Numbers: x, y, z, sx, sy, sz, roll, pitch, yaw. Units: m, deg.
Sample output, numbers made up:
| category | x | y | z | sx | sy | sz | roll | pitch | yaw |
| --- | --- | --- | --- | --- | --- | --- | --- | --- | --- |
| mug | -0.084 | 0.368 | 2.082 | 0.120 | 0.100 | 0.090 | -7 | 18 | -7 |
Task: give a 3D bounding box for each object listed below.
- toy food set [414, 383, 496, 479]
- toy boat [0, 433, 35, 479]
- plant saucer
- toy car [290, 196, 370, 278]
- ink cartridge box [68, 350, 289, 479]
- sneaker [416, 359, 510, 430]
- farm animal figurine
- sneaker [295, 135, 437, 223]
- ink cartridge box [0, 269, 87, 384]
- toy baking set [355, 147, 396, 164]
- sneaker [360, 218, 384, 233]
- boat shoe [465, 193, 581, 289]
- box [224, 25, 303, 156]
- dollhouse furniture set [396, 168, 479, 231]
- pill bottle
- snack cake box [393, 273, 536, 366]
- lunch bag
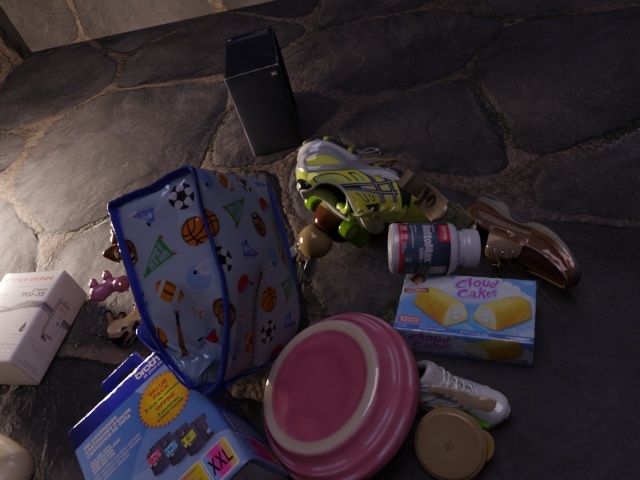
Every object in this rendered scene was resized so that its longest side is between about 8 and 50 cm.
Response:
| category | x | y | z | sx | sy | sz | roll | pitch | yaw |
| --- | --- | --- | --- | --- | --- | --- | --- | --- | --- |
| toy food set | 0.227 | 0.350 | 0.901 | 0.132 | 0.038 | 0.192 | 11 | 83 | 25 |
| toy boat | -0.738 | 0.533 | 1.037 | 0.268 | 0.148 | 0.318 | 11 | 44 | 22 |
| plant saucer | 0.017 | 0.276 | 0.974 | 0.332 | 0.084 | 0.332 | -22 | 46 | 25 |
| toy car | 0.000 | 0.000 | 1.326 | 0.155 | 0.149 | 0.188 | 40 | 93 | 30 |
| ink cartridge box | -0.286 | 0.376 | 0.981 | 0.270 | 0.151 | 0.395 | -44 | 46 | -8 |
| sneaker | 0.222 | 0.274 | 0.956 | 0.232 | 0.115 | 0.090 | 6 | 49 | 25 |
| farm animal figurine | -0.384 | 0.110 | 1.269 | 0.327 | 0.330 | 0.172 | -4 | 34 | -26 |
| sneaker | 0.112 | -0.098 | 1.246 | 0.385 | 0.145 | 0.147 | 21 | 62 | -10 |
| ink cartridge box | -0.773 | 0.220 | 1.360 | 0.207 | 0.117 | 0.283 | -4 | 46 | 16 |
| toy baking set | 0.082 | -0.251 | 1.540 | 0.256 | 0.030 | 0.197 | 12 | 26 | 25 |
| sneaker | 0.141 | -0.101 | 1.398 | 0.094 | 0.080 | 0.212 | -11 | 42 | -14 |
| boat shoe | 0.419 | 0.016 | 1.154 | 0.116 | 0.123 | 0.324 | -31 | 35 | -7 |
| box | -0.189 | -0.490 | 1.734 | 0.183 | 0.296 | 0.294 | -16 | 43 | 3 |
| dollhouse furniture set | 0.227 | -0.035 | 1.173 | 0.161 | 0.182 | 0.101 | -53 | 32 | 16 |
| pill bottle | 0.236 | 0.016 | 1.107 | 0.180 | 0.108 | 0.108 | -1 | 45 | 2 |
| snack cake box | 0.295 | 0.154 | 1.070 | 0.265 | 0.089 | 0.152 | 2 | 48 | 22 |
| lunch bag | -0.199 | 0.079 | 1.044 | 0.239 | 0.328 | 0.385 | -22 | 85 | 21 |
